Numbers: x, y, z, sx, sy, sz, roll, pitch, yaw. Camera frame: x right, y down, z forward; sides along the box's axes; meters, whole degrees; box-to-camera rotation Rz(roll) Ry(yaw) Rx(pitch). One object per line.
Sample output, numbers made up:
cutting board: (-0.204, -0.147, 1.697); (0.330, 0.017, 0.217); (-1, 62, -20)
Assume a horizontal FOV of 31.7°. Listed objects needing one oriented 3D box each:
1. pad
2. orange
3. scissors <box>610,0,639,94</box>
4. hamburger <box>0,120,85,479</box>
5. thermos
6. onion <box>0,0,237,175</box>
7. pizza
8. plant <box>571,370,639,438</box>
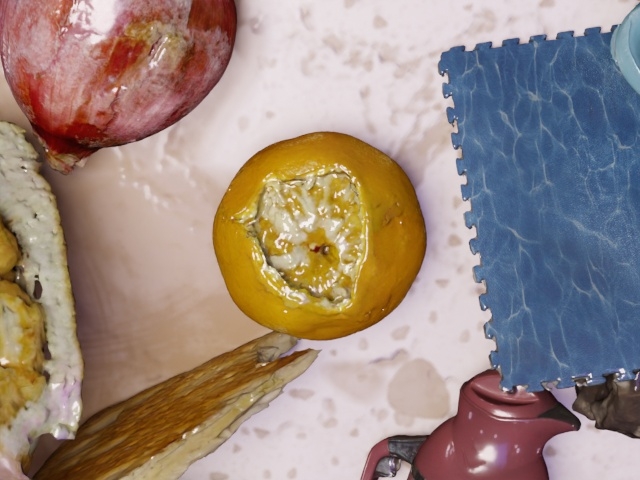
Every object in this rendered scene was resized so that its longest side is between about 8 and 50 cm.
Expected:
pad: (0.230, -0.036, 0.785); (0.269, 0.012, 0.270); (-9, 70, 1)
orange: (0.000, 0.000, 0.806); (0.154, 0.134, 0.155); (-2, 109, -7)
scissors: (0.369, -0.165, 0.800); (0.393, 0.032, 0.180); (4, 80, -10)
hamburger: (-0.283, 0.080, 0.740); (0.195, 0.318, 0.277); (3, 141, -34)
thermos: (0.095, 0.247, 0.896); (0.109, 0.136, 0.330); (9, 107, -32)
onion: (-0.147, -0.125, 0.763); (0.159, 0.159, 0.195); (25, 111, -7)
pizza: (-0.108, 0.136, 0.838); (0.262, 0.181, 0.034); (-31, 104, -18)
plant: (0.331, 0.102, 0.827); (0.274, 0.149, 0.146); (17, 107, -4)
